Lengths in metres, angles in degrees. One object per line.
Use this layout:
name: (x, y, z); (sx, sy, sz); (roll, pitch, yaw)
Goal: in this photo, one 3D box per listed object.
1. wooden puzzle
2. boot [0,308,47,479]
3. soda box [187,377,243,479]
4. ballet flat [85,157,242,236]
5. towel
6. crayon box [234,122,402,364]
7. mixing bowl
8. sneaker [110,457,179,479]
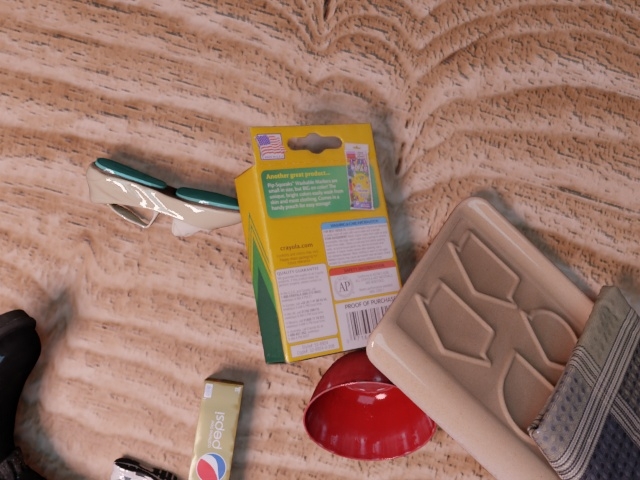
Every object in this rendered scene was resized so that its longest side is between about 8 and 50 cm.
wooden puzzle: (0.247, 0.145, 1.001); (0.322, 0.080, 0.348); (43, 51, -2)
boot: (-0.405, 0.292, 0.931); (0.260, 0.131, 0.347); (34, 96, 5)
soda box: (-0.150, 0.290, 0.998); (0.058, 0.061, 0.181); (9, 82, -5)
ballet flat: (-0.225, -0.050, 1.035); (0.249, 0.086, 0.086); (18, 81, -1)
towel: (0.436, 0.269, 0.987); (0.312, 0.056, 0.324); (50, 51, -6)
crayon box: (0.000, 0.000, 1.008); (0.203, 0.083, 0.322); (-7, 83, -28)
mixing bowl: (0.068, 0.220, 0.992); (0.182, 0.181, 0.098); (9, 40, -4)
sneaker: (-0.247, 0.347, 0.998); (0.109, 0.040, 0.043); (21, 97, 1)
